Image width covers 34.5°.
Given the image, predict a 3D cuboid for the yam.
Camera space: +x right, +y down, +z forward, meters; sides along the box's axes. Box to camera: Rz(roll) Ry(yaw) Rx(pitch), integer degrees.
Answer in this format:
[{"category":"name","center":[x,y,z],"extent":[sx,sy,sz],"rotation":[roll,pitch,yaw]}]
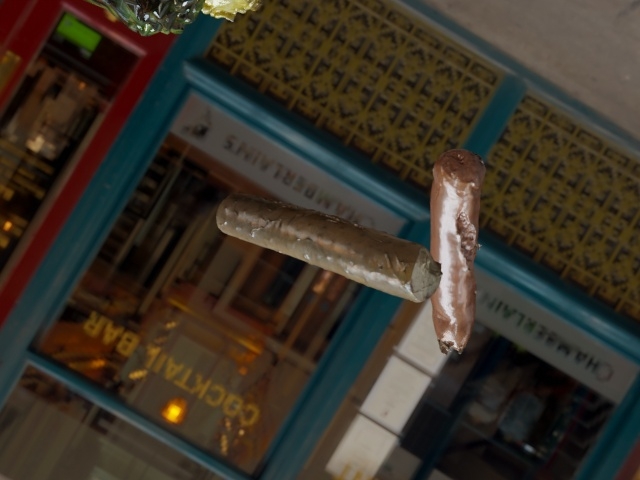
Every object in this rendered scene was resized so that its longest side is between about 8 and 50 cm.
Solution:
[{"category":"yam","center":[0.000,0.000,0.536],"extent":[0.145,0.032,0.032],"rotation":[17,171,43]}]

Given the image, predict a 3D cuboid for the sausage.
[{"category":"sausage","center":[0.090,0.009,0.696],"extent":[0.036,0.158,0.042],"rotation":[17,-141,26]}]

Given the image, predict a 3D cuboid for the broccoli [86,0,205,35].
[{"category":"broccoli","center":[-0.125,-0.332,0.881],"extent":[0.317,0.338,0.277],"rotation":[-14,108,38]}]

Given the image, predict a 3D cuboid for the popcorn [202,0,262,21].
[{"category":"popcorn","center":[-0.100,-0.278,1.134],"extent":[0.083,0.057,0.082],"rotation":[19,151,-31]}]
